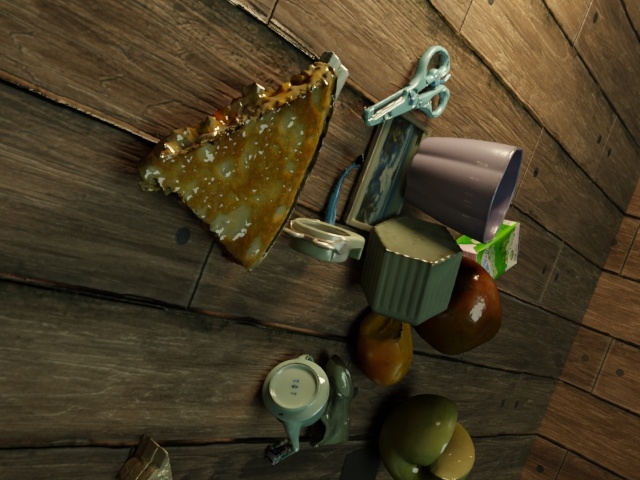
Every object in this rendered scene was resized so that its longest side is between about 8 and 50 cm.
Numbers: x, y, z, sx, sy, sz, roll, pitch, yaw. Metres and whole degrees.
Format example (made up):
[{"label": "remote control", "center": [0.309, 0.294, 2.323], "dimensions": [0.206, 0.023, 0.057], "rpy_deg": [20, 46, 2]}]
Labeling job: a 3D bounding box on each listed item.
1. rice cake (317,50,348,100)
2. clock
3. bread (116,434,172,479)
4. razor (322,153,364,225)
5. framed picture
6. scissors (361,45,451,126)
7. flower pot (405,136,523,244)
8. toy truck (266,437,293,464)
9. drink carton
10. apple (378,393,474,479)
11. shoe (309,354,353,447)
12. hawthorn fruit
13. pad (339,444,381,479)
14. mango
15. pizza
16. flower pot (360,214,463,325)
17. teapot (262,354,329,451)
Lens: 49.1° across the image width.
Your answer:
[{"label": "rice cake", "center": [-0.012, -0.278, 1.462], "dimensions": [0.085, 0.040, 0.226], "rpy_deg": [32, 82, -52]}, {"label": "clock", "center": [0.000, 0.000, 1.498], "dimensions": [0.191, 0.151, 0.062], "rpy_deg": [-6, 114, -67]}, {"label": "bread", "center": [-0.326, 0.478, 1.425], "dimensions": [0.105, 0.077, 0.152], "rpy_deg": [-55, 142, -15]}, {"label": "razor", "center": [0.035, -0.083, 1.620], "dimensions": [0.082, 0.042, 0.253], "rpy_deg": [-131, -117, -86]}, {"label": "framed picture", "center": [0.171, -0.167, 1.756], "dimensions": [0.232, 0.024, 0.315], "rpy_deg": [16, 96, -54]}, {"label": "scissors", "center": [0.218, -0.351, 1.683], "dimensions": [0.393, 0.032, 0.180], "rpy_deg": [-34, 126, -43]}, {"label": "flower pot", "center": [0.362, -0.152, 1.791], "dimensions": [0.265, 0.243, 0.265], "rpy_deg": [-46, 149, -39]}, {"label": "toy truck", "center": [-0.100, 0.534, 1.762], "dimensions": [0.083, 0.039, 0.044], "rpy_deg": [-12, 131, -49]}, {"label": "drink carton", "center": [0.518, 0.045, 2.214], "dimensions": [0.271, 0.108, 0.161], "rpy_deg": [-28, 125, -39]}, {"label": "apple", "center": [0.322, 0.608, 2.108], "dimensions": [0.254, 0.292, 0.292], "rpy_deg": [-64, 154, -56]}, {"label": "shoe", "center": [0.023, 0.421, 1.808], "dimensions": [0.098, 0.103, 0.275], "rpy_deg": [-13, 116, -32]}, {"label": "hawthorn fruit", "center": [0.379, 0.171, 1.964], "dimensions": [0.268, 0.268, 0.301], "rpy_deg": [-54, 153, -17]}, {"label": "pad", "center": [0.125, 0.699, 2.145], "dimensions": [0.211, 0.003, 0.143], "rpy_deg": [5, 104, -51]}, {"label": "mango", "center": [0.180, 0.307, 1.914], "dimensions": [0.187, 0.138, 0.257], "rpy_deg": [-58, 149, -43]}, {"label": "pizza", "center": [-0.166, -0.149, 1.273], "dimensions": [0.406, 0.130, 0.440], "rpy_deg": [3, 115, -51]}, {"label": "flower pot", "center": [0.224, 0.070, 1.761], "dimensions": [0.209, 0.239, 0.189], "rpy_deg": [1, 123, -14]}, {"label": "teapot", "center": [-0.051, 0.373, 1.662], "dimensions": [0.159, 0.159, 0.232], "rpy_deg": [61, 32, -46]}]
